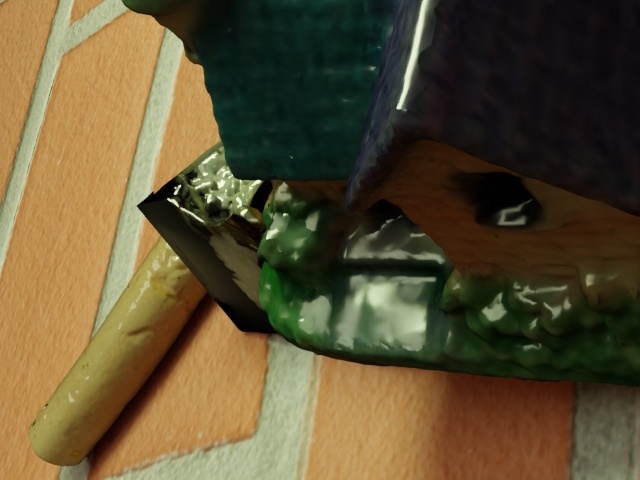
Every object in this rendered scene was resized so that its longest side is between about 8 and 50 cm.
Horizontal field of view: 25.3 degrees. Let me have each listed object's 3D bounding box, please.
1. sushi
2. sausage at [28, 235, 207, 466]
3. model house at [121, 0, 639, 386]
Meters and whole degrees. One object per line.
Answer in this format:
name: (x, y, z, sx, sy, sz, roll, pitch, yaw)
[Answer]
sushi: (-0.005, -0.013, 0.999, 0.109, 0.134, 0.273, -47, 21, -22)
sausage: (-0.140, 0.058, 1.179, 0.301, 0.066, 0.066, -56, 32, 13)
model house: (0.051, -0.086, 0.732, 0.312, 0.280, 0.245, 3, 68, 34)
